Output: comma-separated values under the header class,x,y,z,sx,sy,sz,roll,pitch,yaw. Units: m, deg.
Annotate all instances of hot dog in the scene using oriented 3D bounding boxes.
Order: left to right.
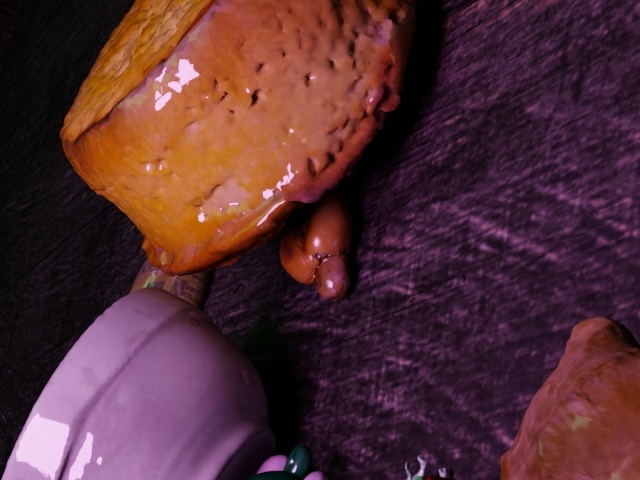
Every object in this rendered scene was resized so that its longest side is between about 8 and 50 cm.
class,x,y,z,sx,sy,sz,roll,pitch,yaw
hot dog,0.001,-0.002,1.296,0.090,0.060,0.140,-63,15,19

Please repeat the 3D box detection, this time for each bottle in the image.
class,x,y,z,sx,sy,sz,roll,pitch,yaw
bottle,-0.166,0.035,1.591,0.083,0.083,0.269,7,72,66

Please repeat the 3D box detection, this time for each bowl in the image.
class,x,y,z,sx,sy,sz,roll,pitch,yaw
bowl,-0.150,0.211,1.244,0.307,0.163,0.307,-53,-22,-32

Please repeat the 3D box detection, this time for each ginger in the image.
class,x,y,z,sx,sy,sz,roll,pitch,yaw
ginger,0.195,0.144,0.697,0.270,0.123,0.218,4,79,55

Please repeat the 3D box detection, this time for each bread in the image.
class,x,y,z,sx,sy,sz,roll,pitch,yaw
bread,-0.073,-0.158,1.321,0.398,0.215,0.398,-42,23,22

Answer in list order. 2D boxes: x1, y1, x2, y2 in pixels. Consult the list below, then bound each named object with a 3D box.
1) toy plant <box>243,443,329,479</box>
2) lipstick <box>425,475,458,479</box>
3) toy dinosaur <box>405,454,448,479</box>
class,x,y,z,sx,sy,sz,roll,pitch,yaw
toy plant,-0.059,0.277,1.123,0.243,0.113,0.232,-63,10,4
lipstick,0.060,0.300,0.922,0.073,0.073,0.279,18,89,66
toy dinosaur,0.075,0.195,1.028,0.083,0.021,0.062,-123,49,-65
